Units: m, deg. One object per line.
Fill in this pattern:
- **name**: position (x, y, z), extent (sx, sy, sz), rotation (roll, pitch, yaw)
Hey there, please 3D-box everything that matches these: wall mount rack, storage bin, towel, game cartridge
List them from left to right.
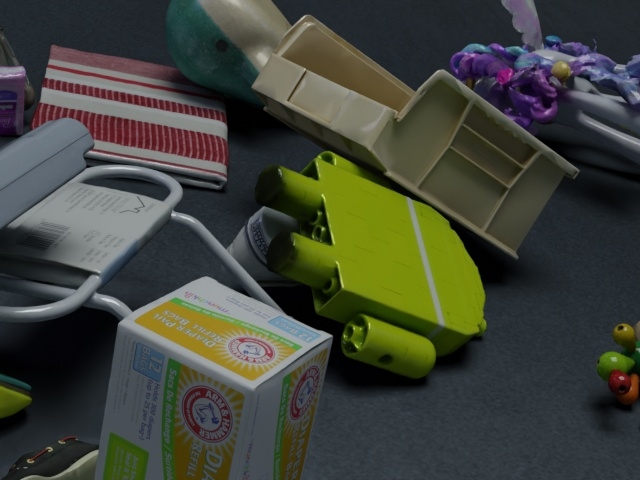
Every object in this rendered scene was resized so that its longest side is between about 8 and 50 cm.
- **game cartridge**: position (-0.339, 0.001, 1.169), extent (0.297, 0.062, 0.198), rotation (-24, 8, 27)
- **wall mount rack**: position (-0.171, 0.052, 1.276), extent (0.304, 0.130, 0.350), rotation (12, 24, 10)
- **towel**: position (-0.232, -0.153, 1.798), extent (0.237, 0.037, 0.329), rotation (9, 26, -10)
- **storage bin**: position (0.095, -0.120, 1.599), extent (0.260, 0.123, 0.262), rotation (31, 1, -38)

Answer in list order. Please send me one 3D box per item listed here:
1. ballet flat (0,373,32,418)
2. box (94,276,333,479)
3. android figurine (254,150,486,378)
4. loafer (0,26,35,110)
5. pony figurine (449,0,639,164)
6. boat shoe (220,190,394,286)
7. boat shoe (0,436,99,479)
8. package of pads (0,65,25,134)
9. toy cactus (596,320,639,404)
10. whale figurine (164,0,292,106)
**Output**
- **ballet flat**: position (-0.320, 0.111, 1.103), extent (0.077, 0.077, 0.231), rotation (6, -19, 39)
- **box**: position (-0.079, 0.146, 0.998), extent (0.114, 0.203, 0.103), rotation (23, 26, 23)
- **android figurine**: position (0.058, 0.021, 1.403), extent (0.273, 0.056, 0.248), rotation (21, 40, -36)
- **loafer**: position (-0.426, -0.226, 1.825), extent (0.084, 0.096, 0.267), rotation (19, 20, -31)
- **pony figurine**: position (0.295, -0.211, 1.933), extent (0.363, 0.303, 0.351), rotation (19, -7, 25)
- **boat shoe**: position (0.000, 0.000, 1.498), extent (0.267, 0.088, 0.096), rotation (-20, 77, -55)
- **boat shoe**: position (-0.209, 0.181, 1.059), extent (0.042, 0.049, 0.133), rotation (18, 22, 28)
- **package of pads**: position (-0.373, -0.164, 1.698), extent (0.050, 0.083, 0.032), rotation (-1, 32, -18)
- **toy cactus**: position (0.354, 0.113, 1.411), extent (0.219, 0.112, 0.180), rotation (-5, 18, -14)
- **whale figurine**: position (-0.092, -0.230, 1.891), extent (0.272, 0.141, 0.216), rotation (45, 14, -24)
